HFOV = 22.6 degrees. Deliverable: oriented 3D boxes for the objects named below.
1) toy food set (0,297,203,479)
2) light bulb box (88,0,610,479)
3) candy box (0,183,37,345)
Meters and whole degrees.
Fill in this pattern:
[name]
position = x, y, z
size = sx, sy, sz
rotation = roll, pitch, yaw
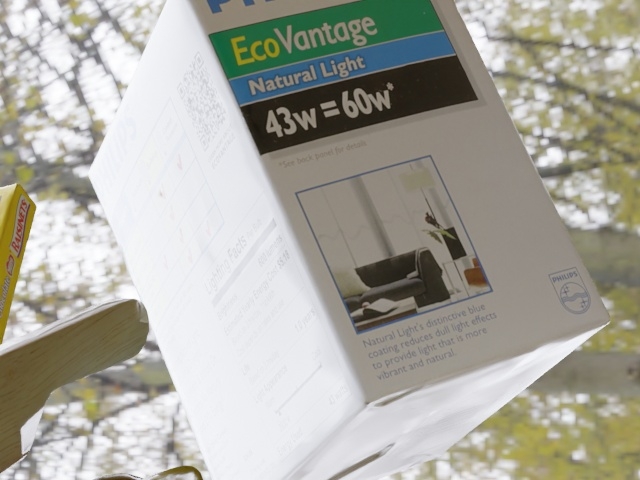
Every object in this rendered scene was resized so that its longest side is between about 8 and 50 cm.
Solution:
[toy food set]
position = -0.039, 0.113, 0.331
size = 0.132, 0.038, 0.192
rotation = -32, -61, -67
[light bulb box]
position = 0.000, 0.000, 1.333
size = 0.225, 0.358, 0.361
rotation = -16, -108, -26
[candy box]
position = -0.258, 0.032, 0.869
size = 0.027, 0.205, 0.105
rotation = 61, -155, -46
